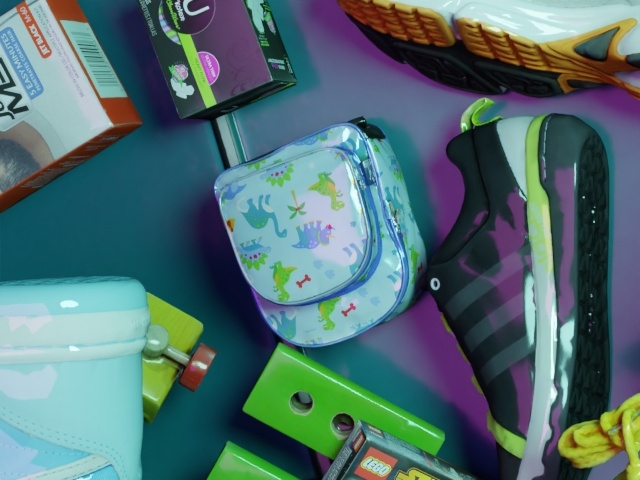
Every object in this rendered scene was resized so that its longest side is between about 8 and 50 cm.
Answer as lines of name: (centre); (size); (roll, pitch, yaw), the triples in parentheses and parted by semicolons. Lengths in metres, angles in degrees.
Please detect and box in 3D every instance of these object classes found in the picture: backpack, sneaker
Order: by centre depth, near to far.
sneaker: (0.136, -0.143, 0.852); (0.262, 0.099, 0.121); (11, 74, 19)
sneaker: (-0.239, 0.133, 0.861); (0.319, 0.127, 0.208); (-6, 92, 16)
sneaker: (0.104, 0.040, 0.878); (0.097, 0.084, 0.235); (2, 88, 26)
backpack: (0.000, 0.000, 0.893); (0.105, 0.084, 0.114); (-21, 91, 19)

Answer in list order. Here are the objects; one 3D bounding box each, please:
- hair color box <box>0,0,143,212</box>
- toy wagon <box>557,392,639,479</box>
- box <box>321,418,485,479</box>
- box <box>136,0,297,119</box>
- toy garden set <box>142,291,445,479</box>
hair color box: (-0.203, -0.068, 0.962); (0.167, 0.053, 0.093); (-30, 86, 17)
toy wagon: (0.230, 0.217, 0.781); (0.267, 0.068, 0.344); (-29, 114, 26)
box: (0.057, 0.169, 0.887); (0.137, 0.027, 0.094); (27, 102, -17)
box: (-0.060, -0.118, 0.918); (0.062, 0.052, 0.083); (-22, 87, 17)
toy garden set: (-0.073, 0.162, 0.933); (0.203, 0.049, 0.244); (28, 103, -2)
